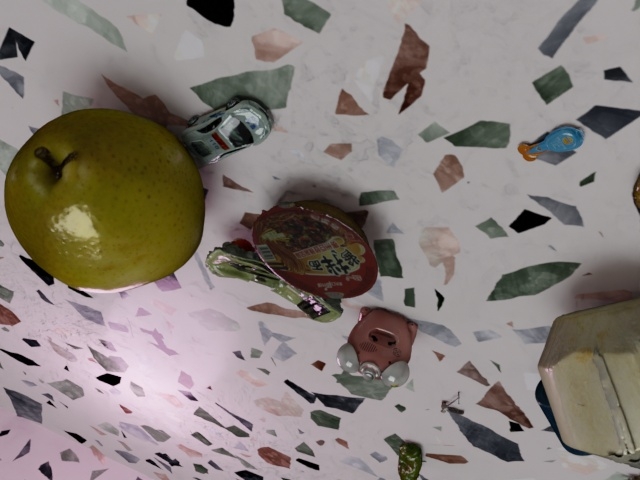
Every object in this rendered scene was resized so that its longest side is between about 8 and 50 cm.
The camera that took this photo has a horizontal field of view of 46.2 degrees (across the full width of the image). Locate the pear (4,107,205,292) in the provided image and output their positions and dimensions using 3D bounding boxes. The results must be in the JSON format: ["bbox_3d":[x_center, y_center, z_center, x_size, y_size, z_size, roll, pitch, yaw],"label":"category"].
[{"bbox_3d":[-0.409,-0.072,1.460,0.362,0.362,0.418,8,169,22],"label":"pear"}]

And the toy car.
[{"bbox_3d":[-0.178,-0.203,1.410,0.205,0.056,0.095,-13,128,41],"label":"toy car"}]

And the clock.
[{"bbox_3d":[0.130,0.239,1.672,0.166,0.162,0.093,17,139,10],"label":"clock"}]

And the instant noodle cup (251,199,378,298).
[{"bbox_3d":[0.000,0.000,1.519,0.274,0.091,0.274,16,141,13],"label":"instant noodle cup"}]

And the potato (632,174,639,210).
[{"bbox_3d":[0.517,-0.078,1.174,0.051,0.040,0.083,2,139,14],"label":"potato"}]

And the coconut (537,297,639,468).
[{"bbox_3d":[0.547,0.255,1.321,0.323,0.323,0.323,16,142,13],"label":"coconut"}]

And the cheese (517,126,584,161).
[{"bbox_3d":[0.367,-0.153,1.191,0.111,0.017,0.047,-18,122,42],"label":"cheese"}]

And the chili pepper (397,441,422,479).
[{"bbox_3d":[0.257,0.656,2.170,0.072,0.073,0.204,25,135,31],"label":"chili pepper"}]

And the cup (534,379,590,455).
[{"bbox_3d":[0.562,0.354,1.609,0.176,0.131,0.155,-33,114,16],"label":"cup"}]

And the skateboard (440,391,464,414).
[{"bbox_3d":[0.342,0.410,1.866,0.064,0.032,0.083,18,145,-7],"label":"skateboard"}]

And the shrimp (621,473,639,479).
[{"bbox_3d":[0.794,0.560,1.781,0.178,0.034,0.124,-9,128,35],"label":"shrimp"}]

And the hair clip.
[{"bbox_3d":[-0.093,0.076,1.670,0.321,0.091,0.138,28,148,-18],"label":"hair clip"}]
